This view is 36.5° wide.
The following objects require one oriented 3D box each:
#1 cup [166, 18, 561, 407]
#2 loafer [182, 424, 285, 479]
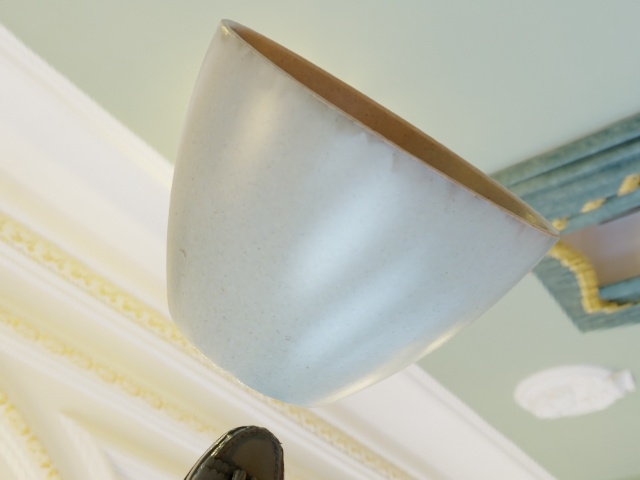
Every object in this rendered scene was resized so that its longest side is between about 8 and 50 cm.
[{"bbox_3d":[0.000,0.000,0.831,0.331,0.237,0.331,31,-169,-7],"label":"cup"},{"bbox_3d":[-0.092,0.262,0.766,0.096,0.084,0.268,30,-120,-4],"label":"loafer"}]
